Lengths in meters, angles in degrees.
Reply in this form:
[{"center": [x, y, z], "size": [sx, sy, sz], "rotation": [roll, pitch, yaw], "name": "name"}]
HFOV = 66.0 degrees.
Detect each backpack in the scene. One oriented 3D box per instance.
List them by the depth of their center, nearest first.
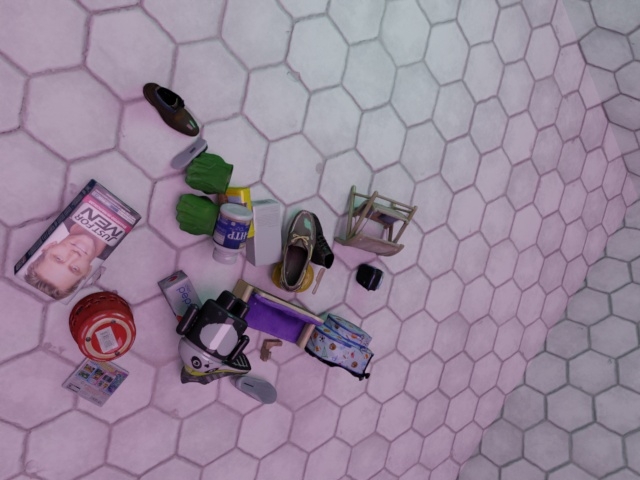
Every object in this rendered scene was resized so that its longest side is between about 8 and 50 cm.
[{"center": [0.066, 0.427, 2.040], "size": [0.263, 0.276, 0.213], "rotation": [20, 87, -29], "name": "backpack"}, {"center": [0.214, 0.159, 2.139], "size": [0.084, 0.114, 0.105], "rotation": [17, 96, -35], "name": "backpack"}]

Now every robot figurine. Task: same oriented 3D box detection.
[{"center": [-0.355, 0.310, 1.664], "size": [0.209, 0.173, 0.278], "rotation": [32, 80, 9], "name": "robot figurine"}]

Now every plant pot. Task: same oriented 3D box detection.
[{"center": [-0.681, 0.276, 1.562], "size": [0.191, 0.174, 0.191], "rotation": [-10, 108, -33], "name": "plant pot"}]

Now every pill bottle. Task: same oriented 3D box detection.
[{"center": [-0.300, -0.020, 1.651], "size": [0.111, 0.112, 0.187], "rotation": [4, 116, -33], "name": "pill bottle"}]

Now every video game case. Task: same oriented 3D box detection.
[{"center": [-0.753, 0.468, 1.660], "size": [0.143, 0.019, 0.157], "rotation": [-51, 123, -11], "name": "video game case"}]

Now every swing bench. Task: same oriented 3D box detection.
[{"center": [0.232, -0.066, 2.059], "size": [0.253, 0.165, 0.255], "rotation": [15, 95, -35], "name": "swing bench"}]

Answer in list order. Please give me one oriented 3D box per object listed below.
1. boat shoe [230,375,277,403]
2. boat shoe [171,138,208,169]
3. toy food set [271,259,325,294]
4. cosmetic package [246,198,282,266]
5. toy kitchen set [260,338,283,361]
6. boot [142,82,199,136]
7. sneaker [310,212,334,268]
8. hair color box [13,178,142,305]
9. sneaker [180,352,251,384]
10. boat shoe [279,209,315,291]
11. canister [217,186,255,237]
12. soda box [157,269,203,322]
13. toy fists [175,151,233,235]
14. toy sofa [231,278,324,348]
[{"center": [-0.266, 0.587, 1.975], "size": [0.226, 0.075, 0.083], "rotation": [46, 59, -38], "name": "boat shoe"}, {"center": [-0.431, -0.281, 1.645], "size": [0.142, 0.049, 0.040], "rotation": [-42, 160, -11], "name": "boat shoe"}, {"center": [-0.101, 0.137, 1.957], "size": [0.217, 0.071, 0.128], "rotation": [16, 90, -30], "name": "toy food set"}, {"center": [-0.213, -0.030, 1.832], "size": [0.117, 0.085, 0.231], "rotation": [-9, 110, -31], "name": "cosmetic package"}, {"center": [-0.192, 0.449, 1.986], "size": [0.075, 0.068, 0.083], "rotation": [8, 99, -34], "name": "toy kitchen set"}, {"center": [-0.459, -0.405, 1.555], "size": [0.219, 0.106, 0.082], "rotation": [42, 79, -33], "name": "boot"}, {"center": [0.000, 0.000, 1.955], "size": [0.083, 0.118, 0.222], "rotation": [-23, 115, -26], "name": "sneaker"}, {"center": [-0.730, 0.003, 1.495], "size": [0.174, 0.105, 0.347], "rotation": [43, 79, -33], "name": "hair color box"}, {"center": [-0.394, 0.478, 1.854], "size": [0.299, 0.111, 0.121], "rotation": [13, 126, -42], "name": "sneaker"}, {"center": [-0.082, 0.033, 1.853], "size": [0.116, 0.097, 0.325], "rotation": [15, 79, -5], "name": "boat shoe"}, {"center": [-0.299, -0.100, 1.734], "size": [0.073, 0.126, 0.170], "rotation": [-30, 121, -60], "name": "canister"}, {"center": [-0.463, 0.253, 1.743], "size": [0.098, 0.091, 0.286], "rotation": [-30, 117, -22], "name": "soda box"}, {"center": [-0.393, -0.154, 1.653], "size": [0.142, 0.096, 0.279], "rotation": [17, 97, -5], "name": "toy fists"}, {"center": [-0.174, 0.294, 1.890], "size": [0.362, 0.177, 0.150], "rotation": [30, 86, -36], "name": "toy sofa"}]
